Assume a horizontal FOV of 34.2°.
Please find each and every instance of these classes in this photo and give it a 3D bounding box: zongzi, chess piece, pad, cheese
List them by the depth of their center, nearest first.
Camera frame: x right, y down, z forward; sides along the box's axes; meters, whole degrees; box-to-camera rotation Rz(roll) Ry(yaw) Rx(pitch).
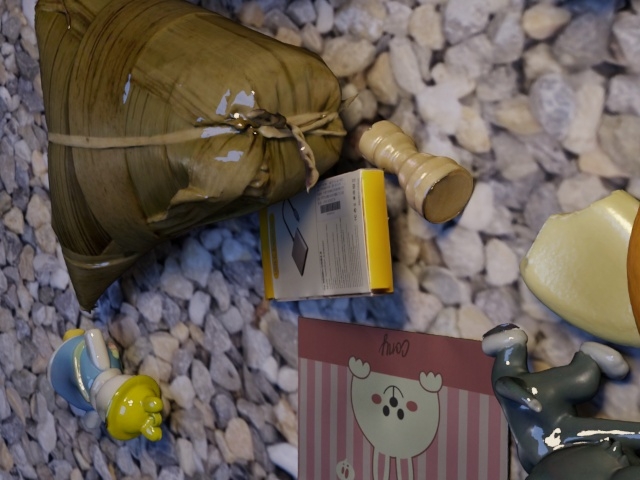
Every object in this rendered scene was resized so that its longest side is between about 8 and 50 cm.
[{"bbox_3d":[0.286,0.056,0.876,0.255,0.050,0.127,42,118,33],"label":"cheese"},{"bbox_3d":[0.091,-0.074,1.053,0.122,0.066,0.066,43,120,38],"label":"chess piece"},{"bbox_3d":[0.077,0.193,1.112,0.299,0.005,0.202,4,95,45],"label":"pad"},{"bbox_3d":[-0.135,-0.031,1.212,0.500,0.218,0.467,29,128,39],"label":"zongzi"}]

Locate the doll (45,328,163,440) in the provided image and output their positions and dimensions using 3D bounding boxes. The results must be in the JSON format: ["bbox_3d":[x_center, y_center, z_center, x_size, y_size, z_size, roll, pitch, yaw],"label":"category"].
[{"bbox_3d":[-0.294,0.201,1.422,0.241,0.098,0.135,24,86,40],"label":"doll"}]

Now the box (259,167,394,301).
[{"bbox_3d":[0.000,0.000,1.133,0.247,0.033,0.129,-8,86,62],"label":"box"}]

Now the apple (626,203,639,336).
[{"bbox_3d":[0.338,0.017,0.674,0.233,0.286,0.286,54,126,28],"label":"apple"}]

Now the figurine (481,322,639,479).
[{"bbox_3d":[0.220,0.182,0.883,0.193,0.140,0.265,-35,72,34],"label":"figurine"}]
